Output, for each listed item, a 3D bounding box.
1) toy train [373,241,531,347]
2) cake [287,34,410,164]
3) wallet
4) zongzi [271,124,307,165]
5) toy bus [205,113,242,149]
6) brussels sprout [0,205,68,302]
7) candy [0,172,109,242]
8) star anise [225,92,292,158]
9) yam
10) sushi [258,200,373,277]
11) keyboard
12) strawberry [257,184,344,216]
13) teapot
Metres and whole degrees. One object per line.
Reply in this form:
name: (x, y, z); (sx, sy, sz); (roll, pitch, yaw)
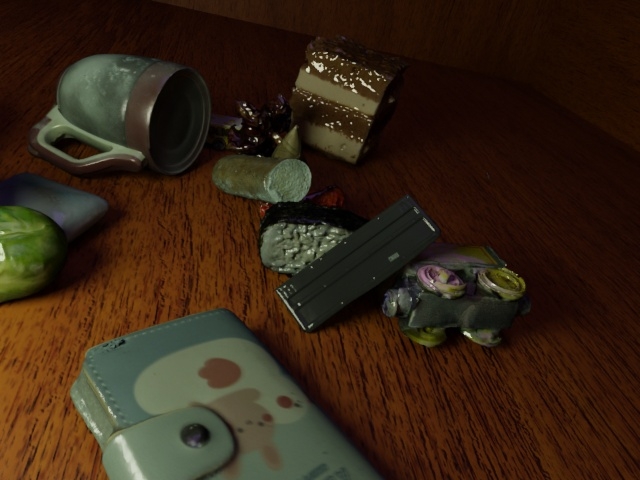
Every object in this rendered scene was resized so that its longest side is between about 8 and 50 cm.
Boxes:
toy train: (0.224, 0.084, 0.869); (0.261, 0.134, 0.177); (5, 32, -18)
cake: (0.079, -0.400, 1.432); (0.282, 0.290, 0.255); (25, 33, 13)
wallet: (-0.100, 0.224, 0.557); (0.252, 0.083, 0.360); (-11, 39, -45)
zongzi: (-0.054, -0.210, 1.174); (0.081, 0.178, 0.189); (28, 32, 5)
toy bus: (-0.313, -0.289, 1.285); (0.227, 0.074, 0.081); (8, 31, -11)
brussels sprout: (-0.439, 0.011, 0.705); (0.155, 0.117, 0.155); (20, 28, -11)
candy: (-0.467, -0.056, 0.843); (0.174, 0.071, 0.138); (19, 35, 7)
star anise: (-0.133, -0.266, 1.213); (0.126, 0.190, 0.220); (24, 33, 21)
yam: (-0.129, -0.127, 1.013); (0.093, 0.093, 0.259); (-10, 16, -36)
sushi: (0.000, 0.000, 0.905); (0.225, 0.124, 0.127); (10, 26, -6)
keyboard: (0.104, 0.001, 0.815); (0.103, 0.381, 0.041); (53, 1, 20)
strawberry: (-0.037, -0.065, 1.059); (0.188, 0.082, 0.121); (-18, 12, -25)
teapot: (-0.446, -0.258, 1.077); (0.312, 0.233, 0.314); (17, 58, 15)
